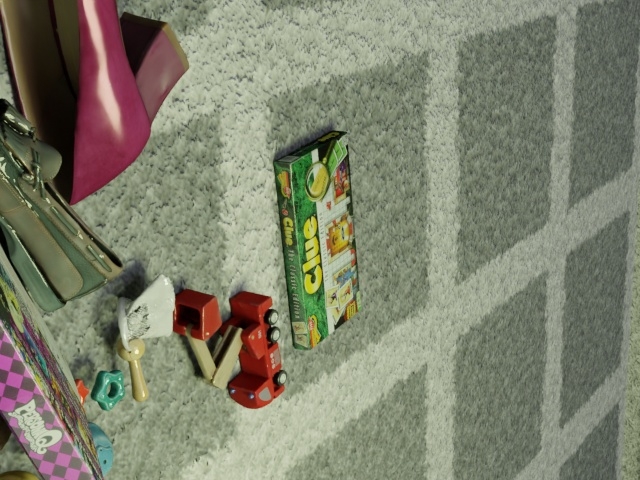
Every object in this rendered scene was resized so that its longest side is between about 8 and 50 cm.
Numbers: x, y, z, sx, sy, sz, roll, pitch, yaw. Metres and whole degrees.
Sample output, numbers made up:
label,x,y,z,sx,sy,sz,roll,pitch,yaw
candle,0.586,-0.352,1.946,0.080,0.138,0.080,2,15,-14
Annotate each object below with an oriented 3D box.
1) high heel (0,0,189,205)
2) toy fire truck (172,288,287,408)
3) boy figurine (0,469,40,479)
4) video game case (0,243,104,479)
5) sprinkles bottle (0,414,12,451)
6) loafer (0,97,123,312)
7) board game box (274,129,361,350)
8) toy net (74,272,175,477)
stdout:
label,x,y,z,sx,sy,sz,roll,pitch,yaw
high heel,-0.246,-0.193,0.909,0.181,0.127,0.377,-58,138,-20
toy fire truck,-0.103,0.128,1.283,0.135,0.047,0.192,-37,129,-47
boy figurine,-0.296,0.272,0.949,0.177,0.092,0.285,-50,163,9
video game case,-0.252,0.087,0.907,0.042,0.210,0.232,-25,128,-9
sprinkles bottle,-0.348,0.035,0.802,0.121,0.121,0.355,-52,139,-37
loafer,-0.249,-0.052,0.944,0.096,0.084,0.267,-113,-175,-46
board game box,0.000,0.000,1.429,0.136,0.030,0.259,-33,125,-47
toy net,-0.219,0.133,1.110,0.122,0.045,0.232,43,61,-51
